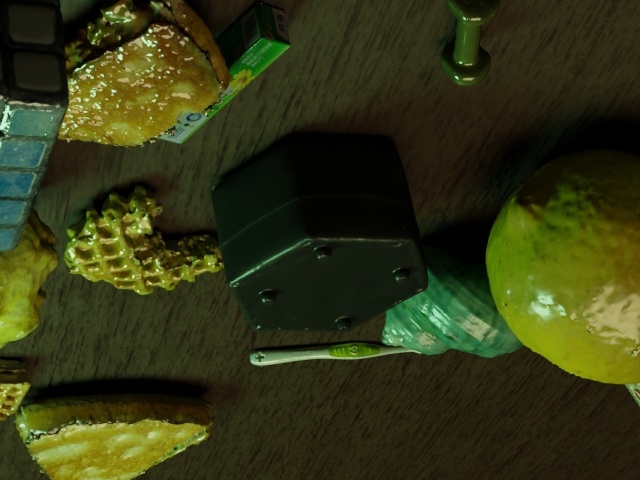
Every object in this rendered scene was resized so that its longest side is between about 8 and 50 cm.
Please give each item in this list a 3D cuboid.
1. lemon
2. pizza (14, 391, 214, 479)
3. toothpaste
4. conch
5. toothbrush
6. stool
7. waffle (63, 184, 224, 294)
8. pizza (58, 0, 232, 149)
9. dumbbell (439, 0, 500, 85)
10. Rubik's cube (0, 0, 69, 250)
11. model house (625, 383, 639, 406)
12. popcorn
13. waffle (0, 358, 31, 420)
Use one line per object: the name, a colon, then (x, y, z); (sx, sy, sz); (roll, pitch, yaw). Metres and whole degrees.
lemon: (0.325, 0.031, 1.810); (0.310, 0.253, 0.253); (26, 137, -22)
pizza: (-0.262, 0.268, 2.208); (0.251, 0.074, 0.288); (-10, 152, -2)
toothpaste: (-0.097, -0.157, 1.556); (0.037, 0.043, 0.178); (12, 143, -39)
conch: (0.169, 0.073, 1.949); (0.202, 0.134, 0.196); (-2, 173, 14)
toothbrush: (0.034, 0.147, 2.155); (0.263, 0.022, 0.026); (-4, 164, -14)
stool: (0.000, 0.000, 1.762); (0.232, 0.141, 0.232); (-8, 151, -5)
waffle: (-0.192, 0.009, 1.805); (0.149, 0.051, 0.194); (-28, 146, 30)
pizza: (-0.186, -0.151, 1.503); (0.226, 0.069, 0.147); (-28, 138, 29)
dumbbell: (0.141, -0.197, 1.559); (0.046, 0.052, 0.118); (-36, 157, -19)
Rubik's cube: (-0.341, -0.144, 1.293); (0.237, 0.238, 0.237); (2, 147, -24)
model house: (0.436, 0.117, 2.053); (0.178, 0.206, 0.271); (-27, 148, 24)
popcorn: (-0.358, 0.024, 1.632); (0.197, 0.198, 0.155); (-4, -177, -12)
waffle: (-0.441, 0.183, 2.028); (0.148, 0.042, 0.102); (3, 146, -24)
